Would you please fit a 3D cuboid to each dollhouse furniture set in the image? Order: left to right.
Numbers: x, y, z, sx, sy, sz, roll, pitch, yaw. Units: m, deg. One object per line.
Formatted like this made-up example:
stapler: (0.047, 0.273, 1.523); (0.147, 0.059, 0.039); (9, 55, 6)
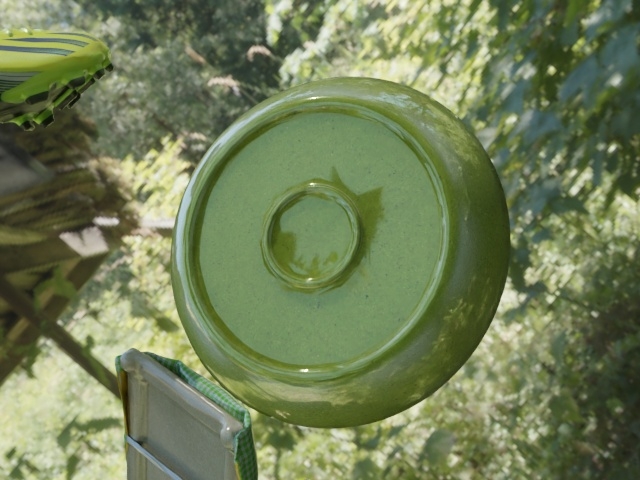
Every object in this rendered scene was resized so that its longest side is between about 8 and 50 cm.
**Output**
dollhouse furniture set: (-0.019, 0.209, 0.686); (0.151, 0.301, 0.197); (-16, -59, -43)

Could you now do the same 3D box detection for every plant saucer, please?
plant saucer: (0.000, 0.000, 0.562); (0.241, 0.241, 0.037); (-50, -23, 4)

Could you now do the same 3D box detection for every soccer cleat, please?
soccer cleat: (-0.277, -0.140, 0.685); (0.093, 0.121, 0.289); (-35, 3, 35)
